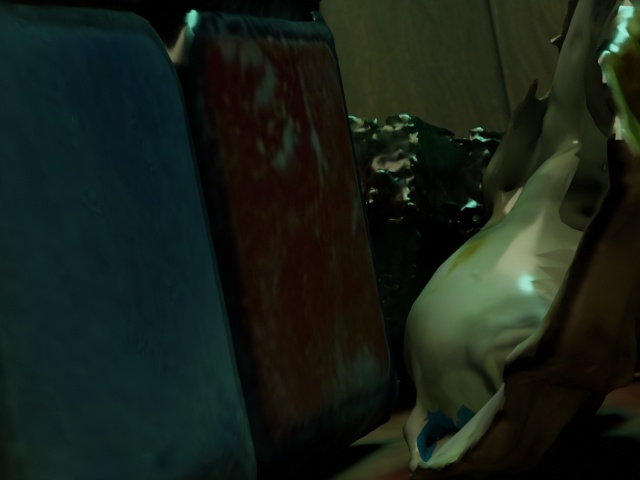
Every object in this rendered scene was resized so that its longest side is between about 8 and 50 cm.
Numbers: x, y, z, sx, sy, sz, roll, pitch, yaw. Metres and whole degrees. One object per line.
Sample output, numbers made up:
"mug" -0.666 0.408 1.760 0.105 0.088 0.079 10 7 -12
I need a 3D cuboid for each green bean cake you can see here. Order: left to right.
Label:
"green bean cake" 0.000 0.000 0.773 0.193 0.107 0.208 -6 -14 42

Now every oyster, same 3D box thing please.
"oyster" 0.078 -0.003 0.514 0.083 0.214 0.223 19 38 4

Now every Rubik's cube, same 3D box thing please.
"Rubik's cube" -0.184 -0.044 0.570 0.316 0.313 0.318 -10 1 18
